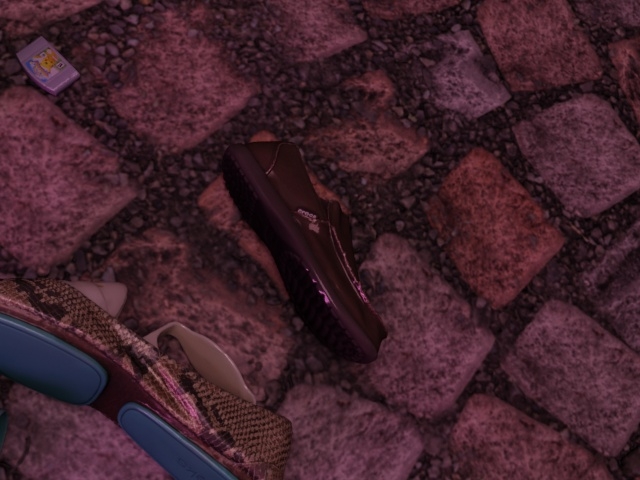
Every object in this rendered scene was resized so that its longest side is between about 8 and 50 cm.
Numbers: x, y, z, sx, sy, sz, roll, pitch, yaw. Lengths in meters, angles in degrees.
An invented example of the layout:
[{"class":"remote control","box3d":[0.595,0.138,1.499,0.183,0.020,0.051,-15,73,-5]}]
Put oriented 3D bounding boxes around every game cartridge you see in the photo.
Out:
[{"class":"game cartridge","box3d":[-0.398,-0.252,1.129,0.083,0.017,0.056,44,70,0]}]

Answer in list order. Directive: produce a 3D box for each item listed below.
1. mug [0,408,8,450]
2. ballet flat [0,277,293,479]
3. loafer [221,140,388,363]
[{"class":"mug","box3d":[-0.431,0.239,0.888,0.097,0.158,0.130,17,54,-7]},{"class":"ballet flat","box3d":[-0.240,0.161,0.989,0.482,0.164,0.182,35,45,-10]},{"class":"loafer","box3d":[0.000,0.000,1.102,0.130,0.134,0.366,-28,83,-22]}]
